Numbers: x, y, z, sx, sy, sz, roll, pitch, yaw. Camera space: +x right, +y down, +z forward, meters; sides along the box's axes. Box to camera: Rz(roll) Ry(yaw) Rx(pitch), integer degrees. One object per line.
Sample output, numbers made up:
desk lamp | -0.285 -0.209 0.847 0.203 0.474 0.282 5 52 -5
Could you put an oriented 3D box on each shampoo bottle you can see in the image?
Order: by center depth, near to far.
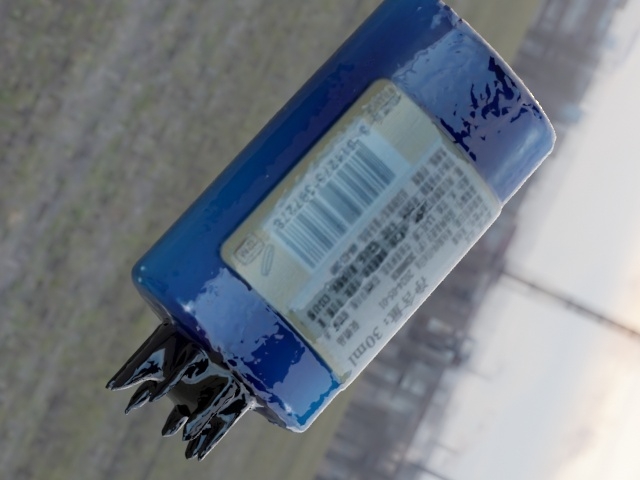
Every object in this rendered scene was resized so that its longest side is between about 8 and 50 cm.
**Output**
shampoo bottle | 0.000 0.000 0.668 0.183 0.087 0.050 -48 -164 -13
